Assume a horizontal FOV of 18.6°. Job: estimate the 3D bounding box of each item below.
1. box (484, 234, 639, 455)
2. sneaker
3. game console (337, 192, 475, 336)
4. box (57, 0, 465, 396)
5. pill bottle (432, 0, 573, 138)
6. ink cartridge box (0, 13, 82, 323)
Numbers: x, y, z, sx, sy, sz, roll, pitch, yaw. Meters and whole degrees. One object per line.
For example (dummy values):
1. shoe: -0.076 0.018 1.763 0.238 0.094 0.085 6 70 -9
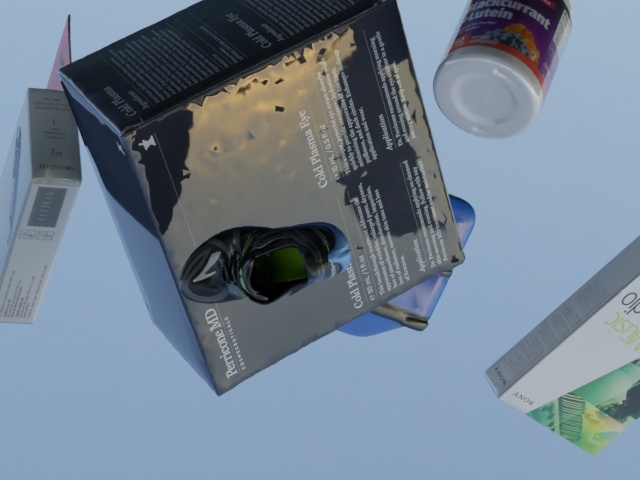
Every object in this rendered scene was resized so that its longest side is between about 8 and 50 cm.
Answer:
1. box: 0.404 0.132 2.581 0.232 0.322 0.058 32 -157 -41
2. sneaker: -0.062 0.023 1.803 0.188 0.067 0.078 -10 -169 37
3. game console: 0.000 0.000 2.416 0.293 0.250 0.173 20 -166 -22
4. box: -0.056 -0.074 2.026 0.312 0.343 0.179 -28 -145 -16
5. pill bottle: 0.186 -0.199 1.917 0.108 0.108 0.193 22 -131 4
6. ink cartridge box: -0.323 -0.079 2.171 0.060 0.275 0.239 4 -127 -19
